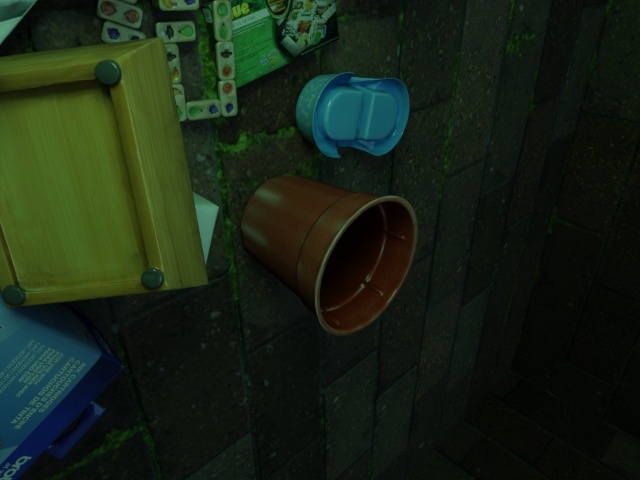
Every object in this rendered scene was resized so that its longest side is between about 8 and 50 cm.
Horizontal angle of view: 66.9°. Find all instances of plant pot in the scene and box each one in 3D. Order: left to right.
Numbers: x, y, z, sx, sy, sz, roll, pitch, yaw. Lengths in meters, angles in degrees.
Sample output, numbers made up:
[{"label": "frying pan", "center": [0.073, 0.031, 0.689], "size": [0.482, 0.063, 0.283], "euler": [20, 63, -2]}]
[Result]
[{"label": "plant pot", "center": [0.000, 0.000, 0.945], "size": [0.272, 0.265, 0.272], "euler": [-27, 130, -36]}]

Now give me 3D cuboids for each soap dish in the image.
[{"label": "soap dish", "center": [-0.267, -0.064, 0.544], "size": [0.229, 0.118, 0.290], "euler": [-6, 106, 3]}]

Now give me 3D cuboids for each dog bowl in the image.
[{"label": "dog bowl", "center": [0.069, -0.266, 1.017], "size": [0.297, 0.074, 0.166], "euler": [-12, 120, -43]}]

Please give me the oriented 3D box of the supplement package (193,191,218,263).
[{"label": "supplement package", "center": [-0.251, -0.034, 0.715], "size": [0.105, 0.179, 0.105], "euler": [0, 111, -47]}]

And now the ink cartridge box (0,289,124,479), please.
[{"label": "ink cartridge box", "center": [-0.461, 0.180, 0.622], "size": [0.270, 0.151, 0.395], "euler": [-48, 145, -12]}]

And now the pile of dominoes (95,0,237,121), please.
[{"label": "pile of dominoes", "center": [-0.210, -0.289, 0.697], "size": [0.196, 0.040, 0.251], "euler": [-18, 124, -29]}]

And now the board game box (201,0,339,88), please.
[{"label": "board game box", "center": [-0.073, -0.372, 0.833], "size": [0.260, 0.030, 0.136], "euler": [-36, 137, -28]}]

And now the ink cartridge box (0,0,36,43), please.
[{"label": "ink cartridge box", "center": [-0.407, -0.310, 0.487], "size": [0.224, 0.045, 0.223], "euler": [-57, 141, -6]}]
